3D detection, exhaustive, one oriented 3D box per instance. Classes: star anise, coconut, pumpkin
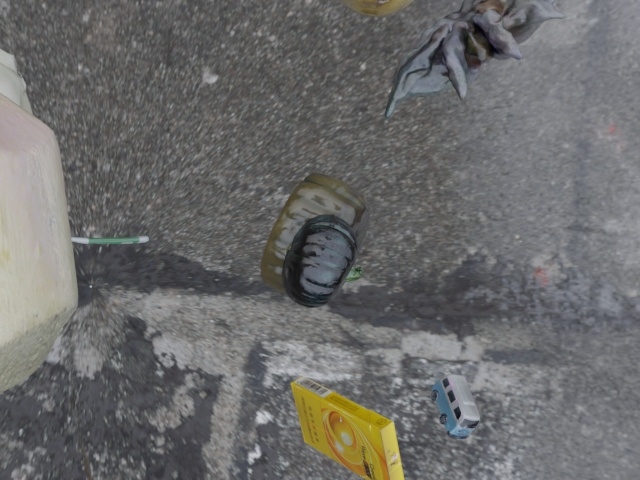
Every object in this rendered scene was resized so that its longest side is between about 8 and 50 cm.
[{"bbox_3d":[0.142,-0.194,0.795,0.205,0.180,0.061,-31,106,20],"label":"star anise"},{"bbox_3d":[-0.265,-0.012,0.528,0.224,0.224,0.233,-20,102,-15],"label":"coconut"},{"bbox_3d":[-0.004,0.041,1.654,0.150,0.194,0.194,31,78,20],"label":"pumpkin"}]

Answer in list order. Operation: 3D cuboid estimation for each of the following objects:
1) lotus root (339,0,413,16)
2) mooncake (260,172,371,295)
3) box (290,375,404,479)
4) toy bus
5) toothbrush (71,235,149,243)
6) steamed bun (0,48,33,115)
[{"bbox_3d":[0.069,-0.425,1.204,0.152,0.342,0.169,-17,120,5],"label":"lotus root"},{"bbox_3d":[0.000,0.000,1.888,0.161,0.290,0.290,25,80,14],"label":"mooncake"},{"bbox_3d":[0.049,0.372,1.634,0.043,0.269,0.152,-27,116,-31],"label":"box"},{"bbox_3d":[0.283,0.342,1.758,0.060,0.075,0.123,15,41,-33],"label":"toy bus"},{"bbox_3d":[-0.450,0.000,1.698,0.257,0.018,0.024,-2,80,-49],"label":"toothbrush"},{"bbox_3d":[-0.349,-0.099,0.828,0.106,0.183,0.182,-11,90,-36],"label":"steamed bun"}]
